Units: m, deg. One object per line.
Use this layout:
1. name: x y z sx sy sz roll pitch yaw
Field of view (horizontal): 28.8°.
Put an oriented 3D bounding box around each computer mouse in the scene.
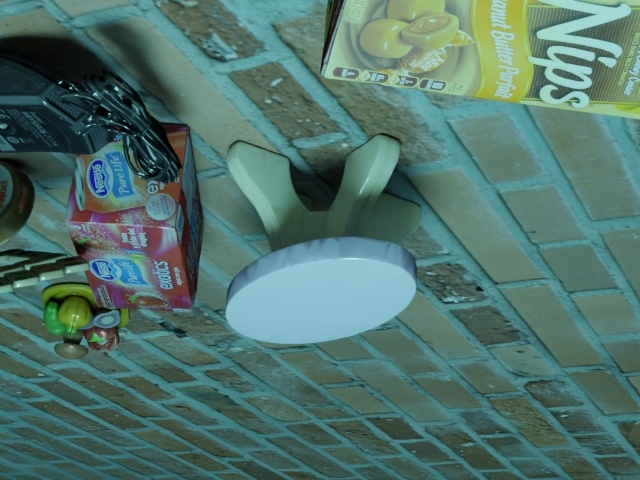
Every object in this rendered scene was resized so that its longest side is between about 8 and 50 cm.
1. computer mouse: -0.276 -0.135 1.236 0.272 0.072 0.188 6 157 17

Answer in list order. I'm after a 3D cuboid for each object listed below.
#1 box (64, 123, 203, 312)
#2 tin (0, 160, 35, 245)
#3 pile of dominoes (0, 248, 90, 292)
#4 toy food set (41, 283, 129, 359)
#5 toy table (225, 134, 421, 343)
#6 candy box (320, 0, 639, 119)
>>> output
1. box: -0.206 -0.020 1.431 0.123 0.128 0.257 4 156 1
2. tin: -0.421 -0.036 1.459 0.190 0.106 0.040 -8 153 24
3. pile of dominoes: -0.377 0.027 1.310 0.196 0.040 0.251 3 -166 43
4. toy food set: -0.354 0.136 1.872 0.128 0.071 0.218 6 156 -3
5. toy table: 0.000 0.000 1.404 0.252 0.160 0.274 25 148 -38
6. candy box: 0.171 -0.194 1.031 0.317 0.087 0.183 7 156 -6
